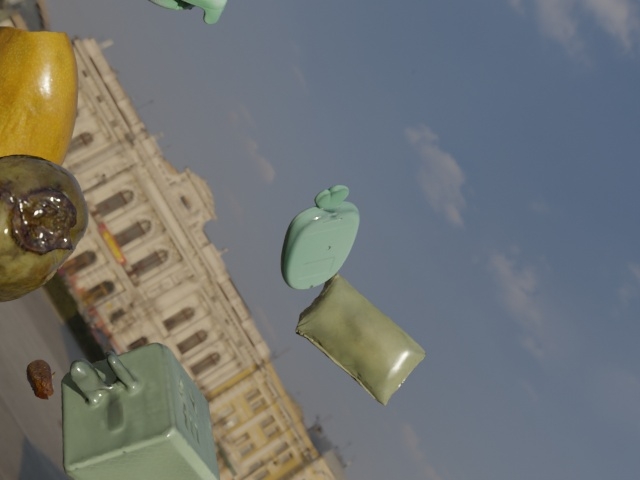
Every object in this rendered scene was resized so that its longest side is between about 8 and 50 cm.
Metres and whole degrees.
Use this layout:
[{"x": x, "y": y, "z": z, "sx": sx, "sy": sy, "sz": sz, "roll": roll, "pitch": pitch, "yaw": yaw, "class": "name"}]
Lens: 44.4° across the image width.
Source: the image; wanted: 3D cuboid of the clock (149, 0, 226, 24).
[{"x": -0.235, "y": -0.426, "z": 1.232, "sx": 0.060, "sy": 0.188, "sz": 0.148, "roll": 128, "pitch": -29, "yaw": -48, "class": "clock"}]

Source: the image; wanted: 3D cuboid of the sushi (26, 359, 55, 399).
[{"x": -0.608, "y": 0.301, "z": 1.701, "sx": 0.118, "sy": 0.061, "sz": 0.060, "roll": -117, "pitch": -150, "yaw": -58, "class": "sushi"}]

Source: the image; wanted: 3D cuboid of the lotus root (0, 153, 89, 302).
[{"x": -0.311, "y": -0.010, "z": 0.750, "sx": 0.260, "sy": 0.145, "sz": 0.128, "roll": -4, "pitch": -55, "yaw": 51, "class": "lotus root"}]

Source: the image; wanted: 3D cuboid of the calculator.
[{"x": 0.000, "y": 0.000, "z": 0.901, "sx": 0.021, "sy": 0.095, "sz": 0.153, "roll": 55, "pitch": -37, "yaw": 34, "class": "calculator"}]

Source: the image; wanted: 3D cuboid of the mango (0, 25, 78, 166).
[{"x": -0.442, "y": -0.133, "z": 1.072, "sx": 0.187, "sy": 0.359, "sz": 0.144, "roll": 47, "pitch": 18, "yaw": 13, "class": "mango"}]

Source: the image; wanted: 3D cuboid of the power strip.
[{"x": -0.224, "y": 0.218, "z": 0.940, "sx": 0.224, "sy": 0.139, "sz": 0.140, "roll": 69, "pitch": 3, "yaw": -48, "class": "power strip"}]

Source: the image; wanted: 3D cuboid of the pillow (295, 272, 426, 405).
[{"x": 0.061, "y": 0.157, "z": 1.268, "sx": 0.208, "sy": 0.119, "sz": 0.053, "roll": 40, "pitch": -5, "yaw": 2, "class": "pillow"}]
